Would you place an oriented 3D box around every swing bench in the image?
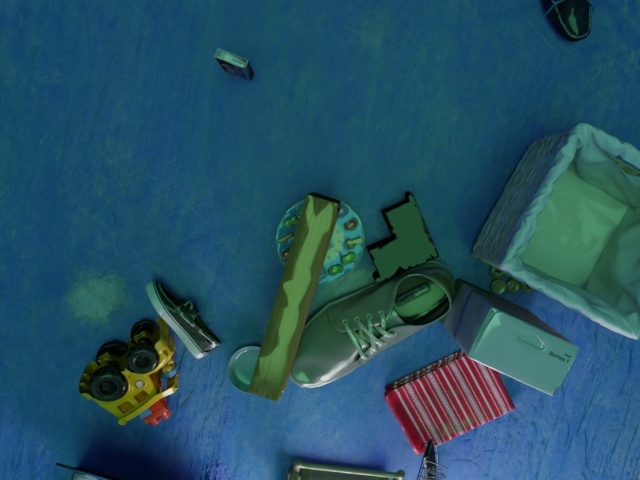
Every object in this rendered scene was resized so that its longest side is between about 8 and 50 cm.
[{"bbox_3d":[0.043,0.621,1.421,0.253,0.255,0.165,9,62,-4],"label":"swing bench"}]

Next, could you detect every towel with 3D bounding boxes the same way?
[{"bbox_3d":[0.311,0.385,1.476,0.275,0.031,0.199,-26,100,2],"label":"towel"}]

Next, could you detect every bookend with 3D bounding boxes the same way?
[{"bbox_3d":[0.164,-0.007,1.384,0.157,0.072,0.156,-25,98,3],"label":"bookend"}]

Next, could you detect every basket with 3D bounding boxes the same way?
[{"bbox_3d":[0.549,-0.028,1.286,0.328,0.266,0.331,27,94,-6],"label":"basket"}]

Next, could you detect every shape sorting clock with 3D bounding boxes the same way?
[{"bbox_3d":[0.000,0.000,1.396,0.206,0.040,0.206,0,100,-2],"label":"shape sorting clock"}]

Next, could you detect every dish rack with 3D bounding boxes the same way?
[{"bbox_3d":[0.248,0.603,1.384,0.074,0.271,0.208,6,124,22],"label":"dish rack"}]

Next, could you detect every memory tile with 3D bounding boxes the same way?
[{"bbox_3d":[0.455,0.053,1.433,0.113,0.012,0.148,-1,100,-1],"label":"memory tile"}]

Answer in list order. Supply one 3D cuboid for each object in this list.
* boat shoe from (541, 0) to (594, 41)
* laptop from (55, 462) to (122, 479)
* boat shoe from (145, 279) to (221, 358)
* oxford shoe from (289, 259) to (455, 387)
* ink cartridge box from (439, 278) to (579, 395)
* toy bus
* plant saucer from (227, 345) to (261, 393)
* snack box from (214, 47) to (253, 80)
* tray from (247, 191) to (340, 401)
[{"bbox_3d":[0.513,-0.549,1.296,0.109,0.089,0.258,-26,99,3],"label":"boat shoe"},{"bbox_3d":[-0.430,0.682,1.398,0.382,0.236,0.408,19,98,-4],"label":"laptop"},{"bbox_3d":[-0.313,0.169,1.401,0.070,0.078,0.219,-34,107,5],"label":"boat shoe"},{"bbox_3d":[0.111,0.194,1.390,0.449,0.130,0.169,-32,101,5],"label":"oxford shoe"},{"bbox_3d":[0.393,0.198,1.321,0.201,0.278,0.117,25,97,-5],"label":"ink cartridge box"},{"bbox_3d":[-0.399,0.316,1.394,0.220,0.149,0.211,-35,112,1],"label":"toy bus"},{"bbox_3d":[-0.161,0.305,1.452,0.119,0.021,0.119,0,100,-2],"label":"plant saucer"},{"bbox_3d":[-0.175,-0.362,1.261,0.064,0.178,0.022,20,96,-5],"label":"snack box"},{"bbox_3d":[-0.047,0.107,1.285,0.076,0.203,0.411,18,96,1],"label":"tray"}]
